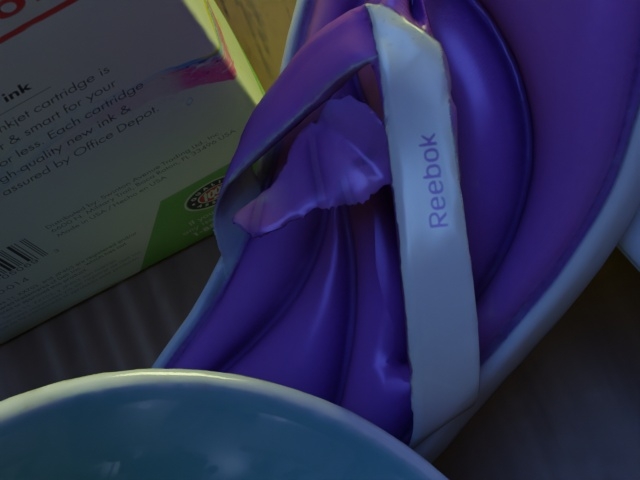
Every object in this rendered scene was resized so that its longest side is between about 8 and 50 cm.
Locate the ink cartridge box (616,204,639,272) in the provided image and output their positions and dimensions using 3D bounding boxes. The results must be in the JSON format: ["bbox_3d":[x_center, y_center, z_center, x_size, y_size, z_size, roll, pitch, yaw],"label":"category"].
[{"bbox_3d":[0.259,-0.071,0.454,0.395,0.166,0.285,53,126,22],"label":"ink cartridge box"}]

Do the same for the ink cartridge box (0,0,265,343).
[{"bbox_3d":[-0.157,-0.085,0.523,0.207,0.353,0.119,-27,68,3],"label":"ink cartridge box"}]

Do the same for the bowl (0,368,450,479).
[{"bbox_3d":[-0.066,0.219,0.438,0.311,0.163,0.311,10,63,-21],"label":"bowl"}]

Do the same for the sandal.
[{"bbox_3d":[0.012,0.008,0.492,0.169,0.102,0.416,33,114,23],"label":"sandal"}]
